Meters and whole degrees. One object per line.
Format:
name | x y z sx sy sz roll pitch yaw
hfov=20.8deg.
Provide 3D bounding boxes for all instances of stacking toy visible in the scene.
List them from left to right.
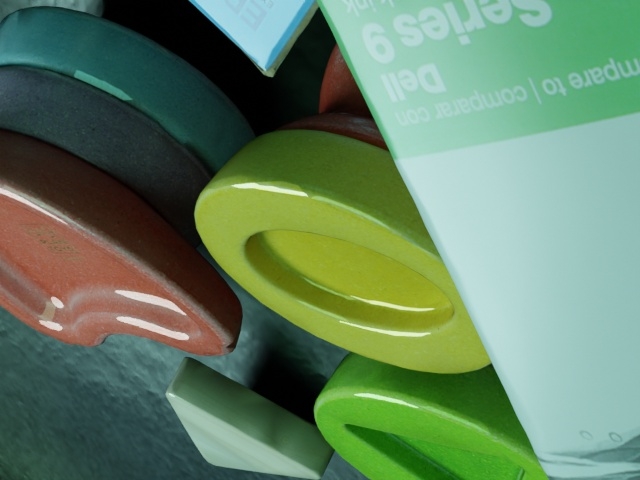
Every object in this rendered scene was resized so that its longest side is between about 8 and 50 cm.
stacking toy | 0.000 0.000 0.753 0.309 0.130 0.279 7 150 39

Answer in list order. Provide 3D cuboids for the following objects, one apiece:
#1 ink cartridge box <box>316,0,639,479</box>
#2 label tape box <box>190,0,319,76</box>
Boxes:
ink cartridge box | 0.146 -0.012 0.508 0.121 0.211 0.289 -10 113 43
label tape box | -0.005 -0.250 0.535 0.240 0.106 0.333 44 138 5
